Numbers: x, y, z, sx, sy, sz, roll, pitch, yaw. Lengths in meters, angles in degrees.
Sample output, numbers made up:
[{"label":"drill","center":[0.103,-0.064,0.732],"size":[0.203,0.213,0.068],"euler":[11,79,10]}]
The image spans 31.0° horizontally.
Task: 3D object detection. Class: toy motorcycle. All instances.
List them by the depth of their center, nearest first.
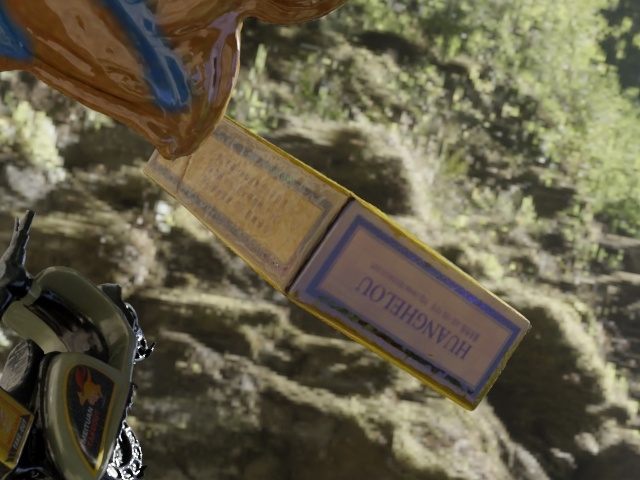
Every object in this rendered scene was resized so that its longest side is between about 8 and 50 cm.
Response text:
[{"label":"toy motorcycle","center":[-0.197,0.097,0.849],"size":[0.091,0.157,0.263],"euler":[-35,-153,21]}]

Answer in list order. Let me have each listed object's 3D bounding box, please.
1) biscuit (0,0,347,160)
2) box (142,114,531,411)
[{"label":"biscuit","center":[-0.047,-0.124,0.316],"size":[0.280,0.183,0.043],"euler":[-29,-164,11]},{"label":"box","center":[0.000,0.000,0.895],"size":[0.084,0.193,0.301],"euler":[-55,-148,1]}]
